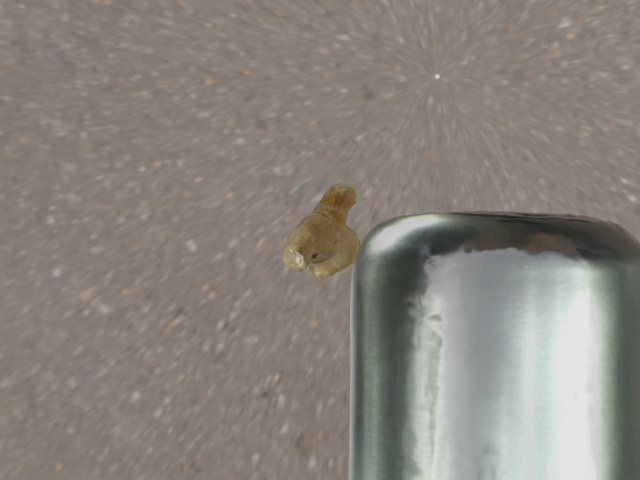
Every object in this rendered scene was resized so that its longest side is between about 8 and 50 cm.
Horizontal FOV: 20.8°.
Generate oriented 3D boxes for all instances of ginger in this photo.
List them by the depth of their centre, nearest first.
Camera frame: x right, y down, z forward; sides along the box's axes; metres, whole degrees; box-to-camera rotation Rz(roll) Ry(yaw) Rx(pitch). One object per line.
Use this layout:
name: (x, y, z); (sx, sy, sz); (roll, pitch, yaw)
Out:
ginger: (0.000, 0.000, 1.099); (0.030, 0.097, 0.048); (-3, 116, 27)

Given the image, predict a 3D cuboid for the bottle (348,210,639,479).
bottle: (0.039, 0.120, 0.444); (0.096, 0.079, 0.253); (-2, 87, 39)
